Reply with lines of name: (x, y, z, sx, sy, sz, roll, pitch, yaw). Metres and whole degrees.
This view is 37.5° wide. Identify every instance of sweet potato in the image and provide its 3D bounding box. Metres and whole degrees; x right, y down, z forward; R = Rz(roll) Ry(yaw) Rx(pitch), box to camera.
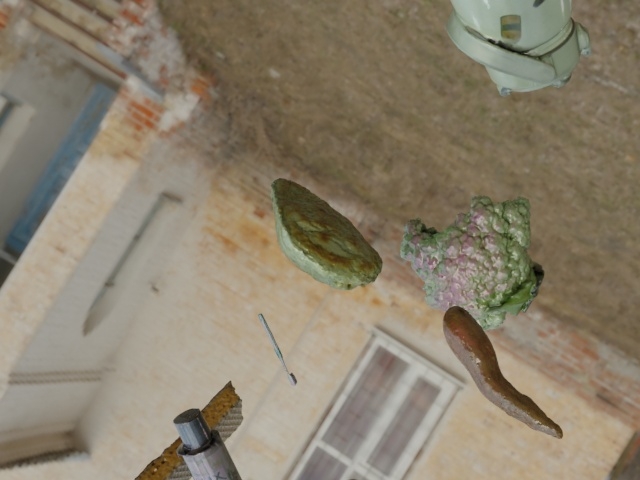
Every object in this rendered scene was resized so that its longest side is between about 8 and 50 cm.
sweet potato: (0.209, 0.161, 1.138, 0.050, 0.050, 0.214, 33, -162, -55)

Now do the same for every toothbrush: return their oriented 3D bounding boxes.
toothbrush: (-0.085, 0.218, 1.882, 0.014, 0.011, 0.167, -42, -69, -53)

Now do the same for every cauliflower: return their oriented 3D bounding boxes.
cauliflower: (0.270, 0.027, 1.678, 0.315, 0.238, 0.256, -102, -10, -67)

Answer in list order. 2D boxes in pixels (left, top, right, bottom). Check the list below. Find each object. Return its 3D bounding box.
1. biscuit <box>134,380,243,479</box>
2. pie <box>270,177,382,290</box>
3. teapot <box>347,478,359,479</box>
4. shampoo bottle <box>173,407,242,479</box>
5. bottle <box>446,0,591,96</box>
biscuit: (-0.274, 0.435, 1.878, 0.054, 0.378, 0.094, 26, 135, 21)
pie: (0.000, 0.000, 1.475, 0.201, 0.090, 0.248, 30, -163, -20)
teapot: (0.125, 0.501, 1.549, 0.149, 0.220, 0.318, 4, -133, -39)
shampoo bottle: (-0.159, 0.351, 1.419, 0.214, 0.072, 0.072, 67, 167, -18)
bottle: (0.318, -0.396, 1.584, 0.229, 0.229, 0.352, 32, 156, 49)
